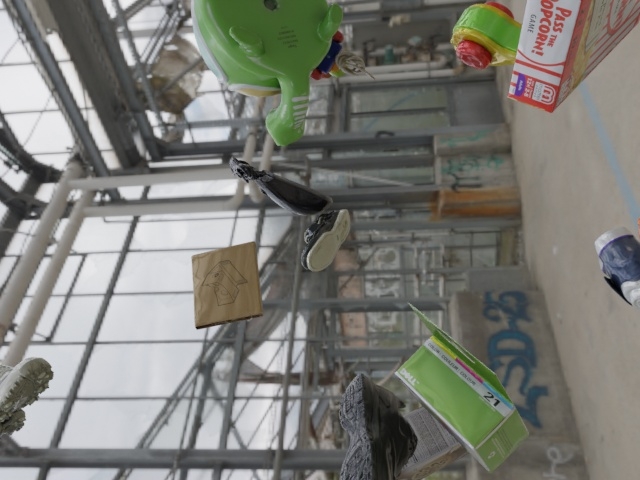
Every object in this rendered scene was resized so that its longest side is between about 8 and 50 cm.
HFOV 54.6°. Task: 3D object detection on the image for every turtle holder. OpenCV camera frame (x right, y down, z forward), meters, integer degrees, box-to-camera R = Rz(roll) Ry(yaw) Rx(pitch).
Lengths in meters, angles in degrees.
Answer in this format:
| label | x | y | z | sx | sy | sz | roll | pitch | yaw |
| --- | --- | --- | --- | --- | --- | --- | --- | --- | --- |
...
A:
| label | x | y | z | sx | sy | sz | roll | pitch | yaw |
| --- | --- | --- | --- | --- | --- | --- | --- | --- | --- |
| turtle holder | -0.093 | -0.360 | 1.122 | 0.243 | 0.320 | 0.227 | -50 | 9 | -26 |

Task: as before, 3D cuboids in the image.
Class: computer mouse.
| label | x | y | z | sx | sy | sz | roll | pitch | yaw |
| --- | --- | --- | --- | --- | --- | --- | --- | --- | --- |
| computer mouse | -0.101 | -0.120 | 1.533 | 0.072 | 0.272 | 0.188 | -68 | 19 | 6 |

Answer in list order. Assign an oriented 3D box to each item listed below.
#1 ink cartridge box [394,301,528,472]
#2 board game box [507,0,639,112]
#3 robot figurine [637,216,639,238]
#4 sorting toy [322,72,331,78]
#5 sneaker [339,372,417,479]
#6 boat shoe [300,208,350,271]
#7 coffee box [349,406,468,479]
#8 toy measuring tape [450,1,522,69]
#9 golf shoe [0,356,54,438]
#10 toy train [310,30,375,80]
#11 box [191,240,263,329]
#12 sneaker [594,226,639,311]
| label | x | y | z | sx | sy | sz | roll | pitch | yaw |
| --- | --- | --- | --- | --- | --- | --- | --- | --- | --- |
| ink cartridge box | 0.205 | 0.232 | 0.976 | 0.189 | 0.097 | 0.255 | 41 | 173 | 43 |
| board game box | 0.234 | -0.219 | 0.522 | 0.193 | 0.045 | 0.147 | -42 | -33 | -30 |
| robot figurine | 0.738 | -0.007 | 1.253 | 0.219 | 0.128 | 0.158 | -98 | 1 | -69 |
| sorting toy | 0.018 | -0.432 | 1.499 | 0.042 | 0.061 | 0.102 | 36 | -106 | -48 |
| sneaker | 0.106 | 0.352 | 1.037 | 0.109 | 0.130 | 0.286 | -55 | 18 | 35 |
| boat shoe | 0.000 | 0.000 | 1.456 | 0.233 | 0.079 | 0.084 | -55 | -37 | -53 |
| coffee box | 0.232 | 0.483 | 1.462 | 0.119 | 0.297 | 0.168 | 61 | 174 | 32 |
| toy measuring tape | 0.327 | -0.370 | 1.098 | 0.330 | 0.121 | 0.121 | -151 | 55 | -66 |
| golf shoe | -0.388 | 0.178 | 0.750 | 0.086 | 0.176 | 0.069 | 50 | -148 | 10 |
| toy train | 0.025 | -0.371 | 1.285 | 0.105 | 0.248 | 0.143 | -58 | -16 | 11 |
| box | -0.226 | 0.106 | 1.487 | 0.021 | 0.164 | 0.201 | 72 | -173 | -57 |
| sneaker | 0.803 | 0.113 | 1.539 | 0.322 | 0.130 | 0.236 | 27 | -145 | -50 |
